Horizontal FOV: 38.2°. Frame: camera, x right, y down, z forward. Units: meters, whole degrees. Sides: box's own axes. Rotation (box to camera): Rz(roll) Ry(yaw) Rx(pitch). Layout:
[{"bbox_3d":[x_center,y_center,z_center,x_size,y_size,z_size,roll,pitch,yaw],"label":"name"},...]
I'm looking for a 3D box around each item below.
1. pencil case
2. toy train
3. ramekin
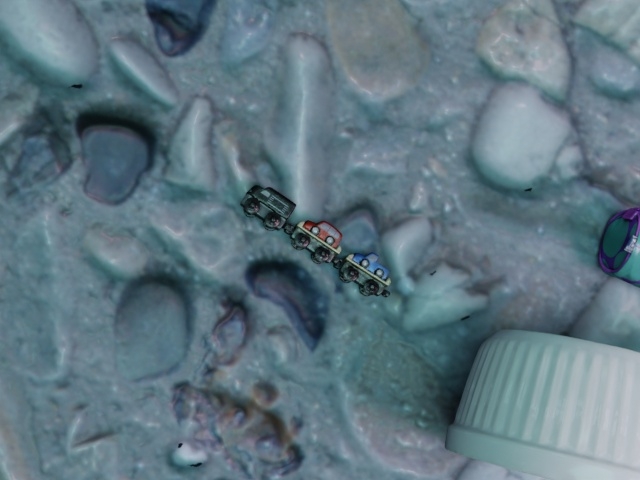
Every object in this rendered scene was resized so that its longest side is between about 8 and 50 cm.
[{"bbox_3d":[0.334,0.022,0.834,0.152,0.064,0.070,19,110,-4],"label":"pencil case"},{"bbox_3d":[0.000,0.000,0.832,0.158,0.027,0.036,34,78,-3],"label":"toy train"},{"bbox_3d":[0.215,0.145,0.764,0.207,0.207,0.109,14,82,-4],"label":"ramekin"}]
